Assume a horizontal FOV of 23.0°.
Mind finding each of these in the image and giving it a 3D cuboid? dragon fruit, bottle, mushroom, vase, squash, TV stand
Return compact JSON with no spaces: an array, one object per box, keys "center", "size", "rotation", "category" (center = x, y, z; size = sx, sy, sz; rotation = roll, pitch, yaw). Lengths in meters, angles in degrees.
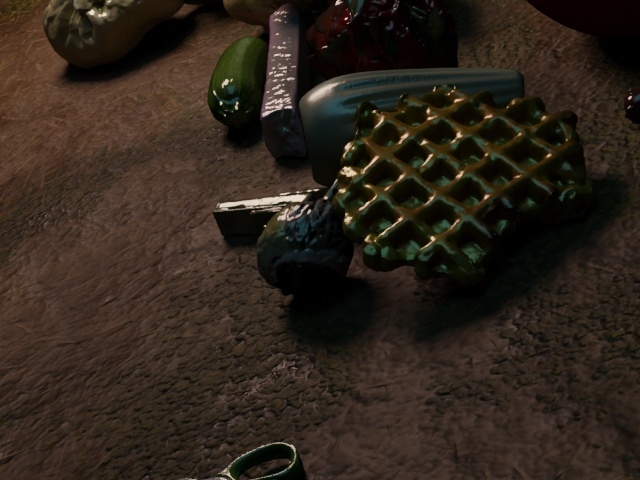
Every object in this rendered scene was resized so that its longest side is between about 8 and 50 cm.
[{"center":[0.078,-0.239,1.897],"size":[0.182,0.182,0.188],"rotation":[-22,41,0],"category":"dragon fruit"},{"center":[0.367,-0.155,1.662],"size":[0.101,0.047,0.063],"rotation":[-26,13,3],"category":"bottle"},{"center":[-0.067,-0.356,2.272],"size":[0.148,0.112,0.148],"rotation":[-15,28,8],"category":"mushroom"},{"center":[0.105,-0.133,1.739],"size":[0.248,0.128,0.128],"rotation":[-11,28,1],"category":"vase"},{"center":[-0.106,-0.210,2.082],"size":[0.077,0.068,0.219],"rotation":[12,31,-4],"category":"squash"},{"center":[-0.010,-0.032,1.727],"size":[0.249,0.036,0.042],"rotation":[-5,34,30],"category":"TV stand"}]

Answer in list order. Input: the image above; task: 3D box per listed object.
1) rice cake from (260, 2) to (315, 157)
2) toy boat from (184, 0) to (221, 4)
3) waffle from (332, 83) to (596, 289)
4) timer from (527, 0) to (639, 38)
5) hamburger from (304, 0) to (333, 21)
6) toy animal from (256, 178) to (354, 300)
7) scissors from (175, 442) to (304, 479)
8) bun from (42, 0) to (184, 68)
[{"center":[-0.041,-0.207,2.035],"size":[0.056,0.072,0.365],"rotation":[-15,30,10],"category":"rice cake"},{"center":[-0.110,-0.410,2.444],"size":[0.260,0.078,0.085],"rotation":[-12,63,26],"category":"toy boat"},{"center":[0.144,-0.061,1.579],"size":[0.291,0.051,0.291],"rotation":[-3,45,3],"category":"waffle"},{"center":[0.386,-0.398,1.829],"size":[0.378,0.279,0.378],"rotation":[-17,25,9],"category":"timer"},{"center":[0.067,-0.344,2.140],"size":[0.189,0.122,0.215],"rotation":[-24,22,-3],"category":"hamburger"},{"center":[0.000,0.000,1.595],"size":[0.137,0.098,0.098],"rotation":[-46,30,-4],"category":"toy animal"},{"center":[-0.114,0.225,1.353],"size":[0.204,0.027,0.101],"rotation":[-13,28,15],"category":"scissors"},{"center":[-0.328,-0.372,2.439],"size":[0.229,0.145,0.229],"rotation":[-23,38,19],"category":"bun"}]
